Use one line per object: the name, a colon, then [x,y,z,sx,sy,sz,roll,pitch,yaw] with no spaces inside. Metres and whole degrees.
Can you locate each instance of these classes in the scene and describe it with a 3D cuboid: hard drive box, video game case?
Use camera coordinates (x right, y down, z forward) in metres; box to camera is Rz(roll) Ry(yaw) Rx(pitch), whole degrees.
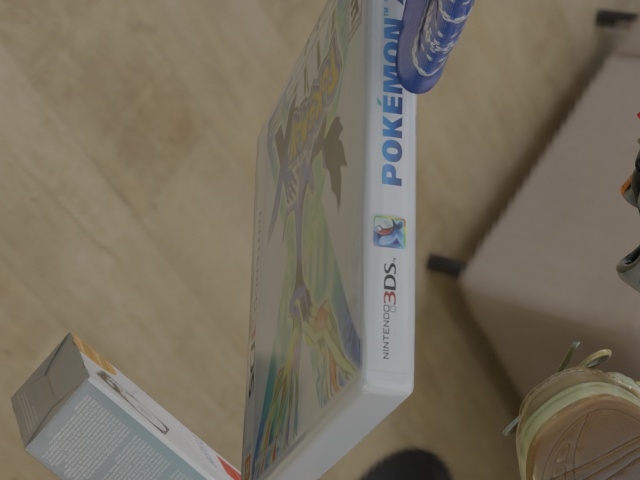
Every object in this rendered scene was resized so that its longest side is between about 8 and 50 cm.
hard drive box: [-0.165,0.206,1.524,0.232,0.181,0.089,43,88,-18]
video game case: [0.000,0.000,1.081,0.036,0.329,0.300,7,67,-13]

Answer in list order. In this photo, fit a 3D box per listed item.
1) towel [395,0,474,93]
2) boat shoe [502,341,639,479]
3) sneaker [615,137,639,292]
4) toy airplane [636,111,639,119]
towel: [0.088,-0.236,0.807,0.336,0.040,0.243,108,-4,-73]
boat shoe: [0.187,0.141,1.164,0.104,0.089,0.285,-27,151,5]
sneaker: [0.281,-0.069,1.221,0.100,0.108,0.271,-43,143,-61]
toy airplane: [0.270,-0.035,1.035,0.151,0.151,0.028,59,45,-40]
